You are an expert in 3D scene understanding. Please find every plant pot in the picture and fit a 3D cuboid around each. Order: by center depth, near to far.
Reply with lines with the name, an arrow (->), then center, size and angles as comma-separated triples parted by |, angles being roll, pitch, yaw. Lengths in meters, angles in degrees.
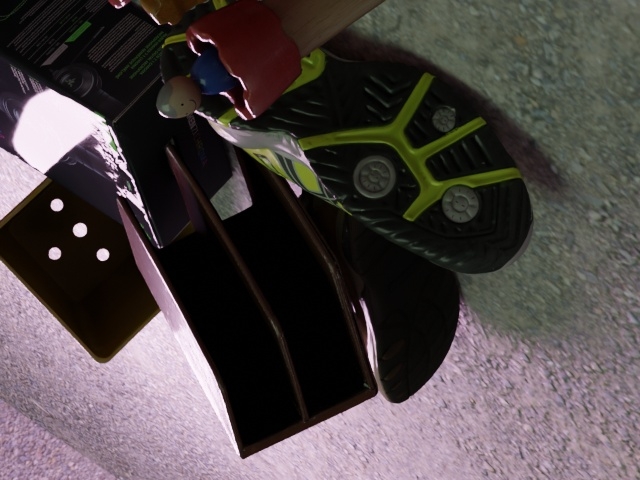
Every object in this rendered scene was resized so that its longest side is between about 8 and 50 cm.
plant pot -> -0.283, -0.005, 2.205 | 0.212, 0.212, 0.187 | 49, 170, -17

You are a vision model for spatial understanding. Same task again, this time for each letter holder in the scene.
letter holder -> -0.088, 0.020, 1.753 | 0.302, 0.152, 0.214 | 57, 167, 43

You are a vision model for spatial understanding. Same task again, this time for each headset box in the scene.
headset box -> -0.243, -0.150, 1.938 | 0.283, 0.131, 0.246 | 31, 157, 24

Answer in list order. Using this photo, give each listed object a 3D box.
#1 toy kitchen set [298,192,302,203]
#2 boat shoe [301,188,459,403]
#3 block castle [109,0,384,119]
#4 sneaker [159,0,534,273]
toy kitchen set -> 0.000, 0.000, 1.891 | 0.083, 0.068, 0.075 | 37, 158, 11
boat shoe -> 0.056, 0.031, 1.812 | 0.120, 0.122, 0.324 | 35, 152, 36
block castle -> -0.144, -0.316, 1.264 | 0.303, 0.213, 0.453 | 43, 164, 42
sneaker -> 0.037, -0.095, 1.608 | 0.385, 0.145, 0.147 | 35, 179, 23
